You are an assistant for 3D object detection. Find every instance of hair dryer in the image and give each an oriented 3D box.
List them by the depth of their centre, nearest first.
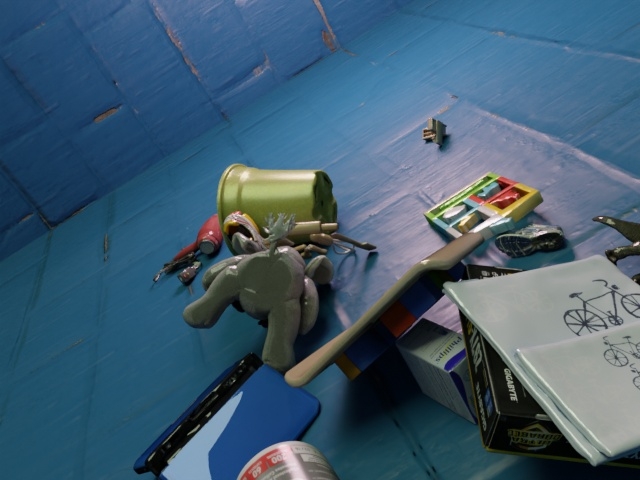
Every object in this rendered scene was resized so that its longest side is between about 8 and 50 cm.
[{"bbox_3d":[-0.405,0.015,2.056,0.224,0.080,0.293,3,43,48],"label":"hair dryer"}]

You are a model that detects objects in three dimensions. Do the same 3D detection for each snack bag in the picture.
[{"bbox_3d":[0.387,0.128,0.886,0.323,0.037,0.342,-9,36,-20],"label":"snack bag"}]

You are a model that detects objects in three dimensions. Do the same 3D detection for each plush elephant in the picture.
[{"bbox_3d":[-0.111,0.102,1.469,0.272,0.255,0.329,20,88,11],"label":"plush elephant"}]

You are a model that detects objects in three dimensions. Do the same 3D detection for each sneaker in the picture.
[{"bbox_3d":[0.418,-0.004,1.293,0.135,0.052,0.058,-5,27,29],"label":"sneaker"},{"bbox_3d":[-0.164,0.029,1.626,0.088,0.225,0.092,-45,3,15],"label":"sneaker"}]

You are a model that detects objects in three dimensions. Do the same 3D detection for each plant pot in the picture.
[{"bbox_3d":[-0.100,-0.086,1.754,0.254,0.276,0.276,-5,36,22],"label":"plant pot"}]

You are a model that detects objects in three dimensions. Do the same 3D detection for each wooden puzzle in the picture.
[{"bbox_3d":[0.134,0.128,1.138,0.348,0.080,0.322,-43,-10,24],"label":"wooden puzzle"}]

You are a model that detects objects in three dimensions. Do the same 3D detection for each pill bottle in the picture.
[{"bbox_3d":[-0.010,0.425,0.900,0.161,0.161,0.283,-36,28,-8],"label":"pill bottle"}]

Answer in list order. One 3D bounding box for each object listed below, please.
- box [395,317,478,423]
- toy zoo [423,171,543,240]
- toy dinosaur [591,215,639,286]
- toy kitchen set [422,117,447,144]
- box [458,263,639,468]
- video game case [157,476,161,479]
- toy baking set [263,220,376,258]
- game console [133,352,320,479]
[{"bbox_3d":[0.210,0.210,1.063,0.072,0.126,0.137,-40,29,-18],"label":"box"},{"bbox_3d":[0.355,-0.067,1.419,0.192,0.030,0.293,-33,18,-1],"label":"toy zoo"},{"bbox_3d":[0.569,0.032,1.035,0.160,0.120,0.313,-24,22,-10],"label":"toy dinosaur"},{"bbox_3d":[0.312,-0.302,1.860,0.075,0.083,0.068,-7,78,40],"label":"toy kitchen set"},{"bbox_3d":[0.343,0.164,0.927,0.257,0.079,0.322,7,34,-1],"label":"box"},{"bbox_3d":[-0.247,0.442,1.269,0.143,0.019,0.157,-39,29,-13],"label":"video game case"},{"bbox_3d":[-0.003,-0.002,1.554,0.256,0.197,0.030,-5,70,15],"label":"toy baking set"},{"bbox_3d":[-0.184,0.381,1.258,0.293,0.173,0.250,-44,1,-32],"label":"game console"}]
